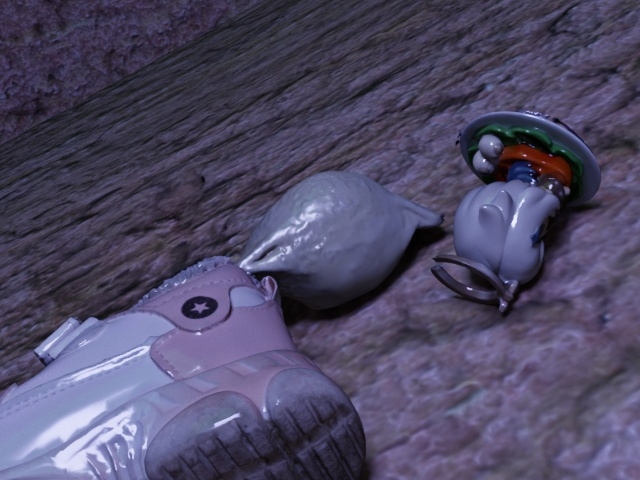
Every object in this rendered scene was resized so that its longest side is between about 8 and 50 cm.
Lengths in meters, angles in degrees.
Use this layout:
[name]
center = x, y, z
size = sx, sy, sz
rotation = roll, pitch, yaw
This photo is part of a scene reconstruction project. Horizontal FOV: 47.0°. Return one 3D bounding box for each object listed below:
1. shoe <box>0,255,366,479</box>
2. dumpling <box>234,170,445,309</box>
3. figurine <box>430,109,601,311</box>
[shoe]
center = -0.154, 0.149, 0.533
size = 0.351, 0.172, 0.198
rotation = -18, 37, -6
[dumpling]
center = -0.004, 0.001, 0.714
size = 0.216, 0.126, 0.166
rotation = -44, 16, -21
[figurine]
center = 0.151, -0.018, 0.627
size = 0.132, 0.132, 0.153
rotation = 5, 56, 46
